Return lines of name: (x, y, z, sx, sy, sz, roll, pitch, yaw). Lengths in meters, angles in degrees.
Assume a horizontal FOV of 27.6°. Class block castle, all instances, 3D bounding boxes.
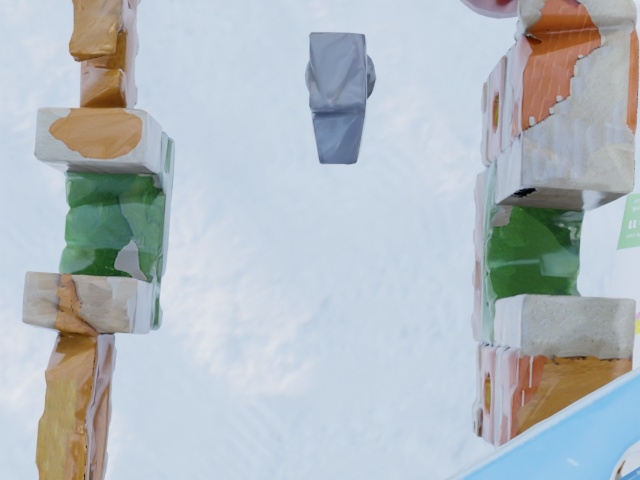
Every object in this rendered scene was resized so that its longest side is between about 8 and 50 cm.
block castle: (0.000, 0.000, 0.716, 0.303, 0.213, 0.453, 3, 86, 1)

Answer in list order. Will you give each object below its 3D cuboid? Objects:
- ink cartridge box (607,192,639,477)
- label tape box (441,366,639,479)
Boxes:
ink cartridge box: (0.365, 0.146, 1.276, 0.119, 0.353, 0.207, -7, 146, 43)
label tape box: (0.128, 0.170, 0.479, 0.249, 0.115, 0.348, -29, 114, -10)
